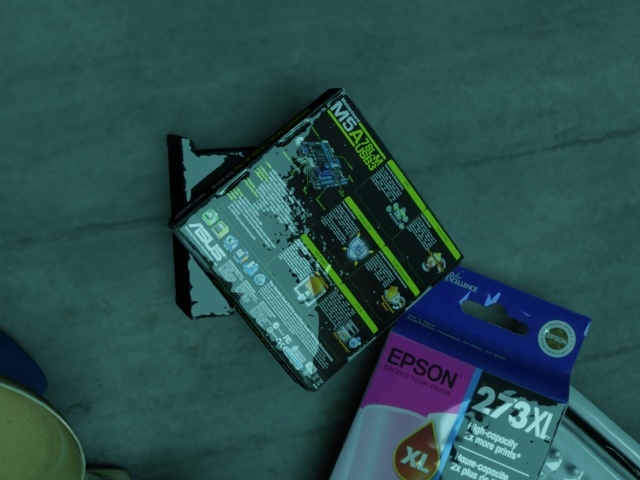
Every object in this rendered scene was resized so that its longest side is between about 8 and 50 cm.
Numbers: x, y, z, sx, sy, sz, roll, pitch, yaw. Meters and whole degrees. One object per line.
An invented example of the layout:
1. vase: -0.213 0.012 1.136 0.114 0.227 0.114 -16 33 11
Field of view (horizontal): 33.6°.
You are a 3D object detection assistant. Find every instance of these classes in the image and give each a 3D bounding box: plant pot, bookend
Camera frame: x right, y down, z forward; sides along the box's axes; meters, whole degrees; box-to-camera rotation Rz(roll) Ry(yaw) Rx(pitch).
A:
1. plant pot: -0.306 0.168 0.838 0.236 0.032 0.236 -5 134 -5
2. bookend: -0.051 -0.019 0.943 0.156 0.072 0.157 -6 99 -17

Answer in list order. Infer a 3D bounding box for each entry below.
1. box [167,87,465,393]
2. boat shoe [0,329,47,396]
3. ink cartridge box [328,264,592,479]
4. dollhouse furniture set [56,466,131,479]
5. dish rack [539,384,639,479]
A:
1. box: 0.000 0.000 0.901 0.184 0.045 0.190 -42 107 -12
2. boat shoe: -0.349 0.079 0.864 0.258 0.109 0.089 32 94 -3
3. ink cartridge box: 0.108 0.209 0.981 0.176 0.069 0.371 22 83 7
4. dollhouse furniture set: -0.133 0.341 0.915 0.161 0.212 0.242 14 96 -55
5. dish rack: 0.202 0.328 1.030 0.285 0.072 0.333 42 85 12
